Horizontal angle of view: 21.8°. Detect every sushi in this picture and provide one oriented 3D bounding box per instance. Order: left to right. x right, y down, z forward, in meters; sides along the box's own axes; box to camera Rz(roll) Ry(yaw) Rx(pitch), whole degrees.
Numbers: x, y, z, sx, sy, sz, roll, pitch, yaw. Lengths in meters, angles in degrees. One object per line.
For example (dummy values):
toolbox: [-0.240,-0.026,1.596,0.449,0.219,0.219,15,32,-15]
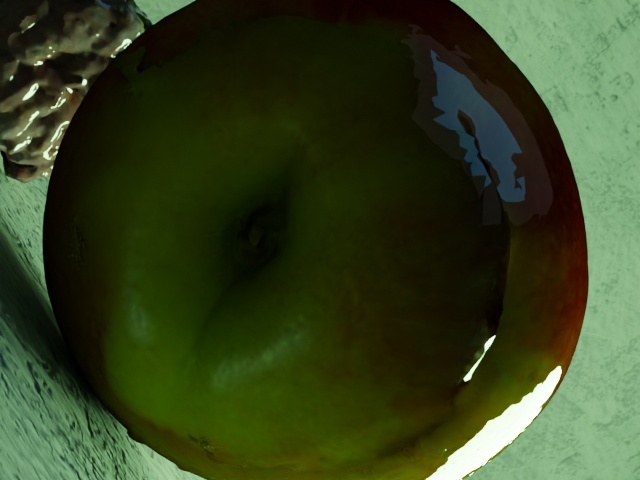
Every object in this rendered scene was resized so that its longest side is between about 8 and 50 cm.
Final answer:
sushi: [-0.220,-0.164,1.312,0.270,0.170,0.236,59,0,45]

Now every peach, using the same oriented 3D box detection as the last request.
peach: [0.000,0.000,1.062,0.370,0.370,0.370,57,-2,3]
